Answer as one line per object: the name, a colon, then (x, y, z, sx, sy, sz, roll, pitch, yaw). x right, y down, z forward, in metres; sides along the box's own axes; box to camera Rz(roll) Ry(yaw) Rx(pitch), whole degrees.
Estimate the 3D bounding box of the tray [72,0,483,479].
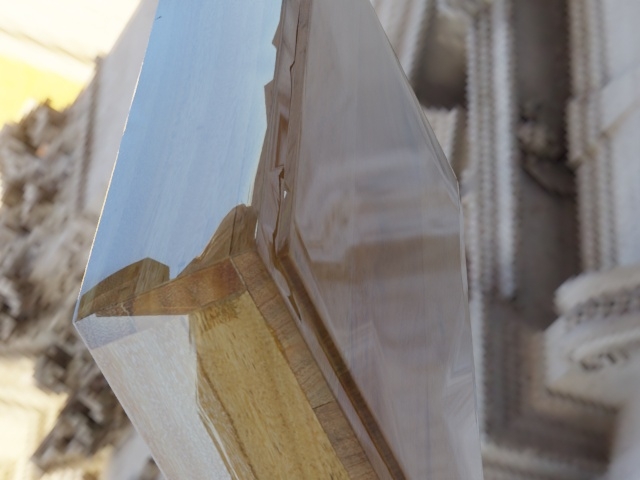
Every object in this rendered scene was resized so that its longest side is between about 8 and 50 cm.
tray: (0.000, 0.000, 0.846, 0.411, 0.076, 0.203, -89, -26, -63)
